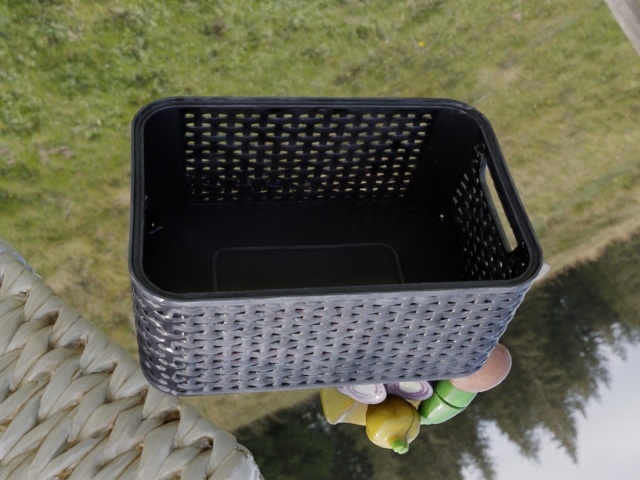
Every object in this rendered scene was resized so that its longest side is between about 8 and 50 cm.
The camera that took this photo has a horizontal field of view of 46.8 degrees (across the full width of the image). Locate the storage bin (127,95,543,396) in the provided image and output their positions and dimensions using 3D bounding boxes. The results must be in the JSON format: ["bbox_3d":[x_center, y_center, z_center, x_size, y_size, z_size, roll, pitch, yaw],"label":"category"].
[{"bbox_3d":[0.000,0.000,0.367,0.180,0.122,0.084,-1,141,-11],"label":"storage bin"}]

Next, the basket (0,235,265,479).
[{"bbox_3d":[-0.213,0.235,0.510,0.328,0.266,0.331,-51,156,-25],"label":"basket"}]

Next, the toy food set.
[{"bbox_3d":[0.089,0.101,0.598,0.128,0.071,0.218,19,120,-25],"label":"toy food set"}]
